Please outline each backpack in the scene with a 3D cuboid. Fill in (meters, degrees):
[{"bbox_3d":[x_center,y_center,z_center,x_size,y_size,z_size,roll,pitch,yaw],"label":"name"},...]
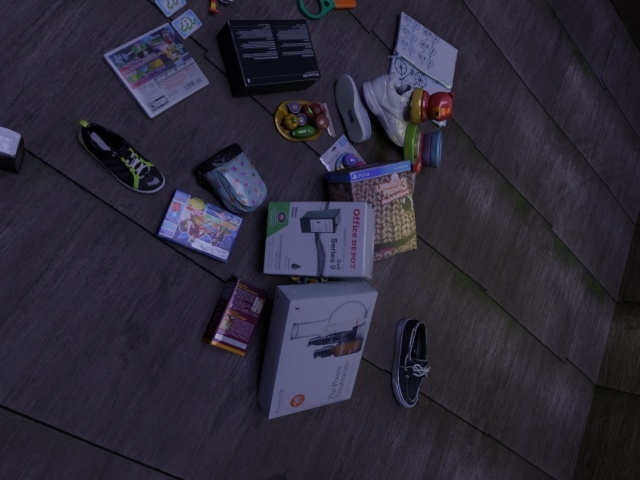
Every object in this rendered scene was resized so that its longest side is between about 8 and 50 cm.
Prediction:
[{"bbox_3d":[-0.235,-0.160,1.229,0.152,0.115,0.182,-41,111,-30],"label":"backpack"}]

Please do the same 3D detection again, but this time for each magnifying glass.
[{"bbox_3d":[0.023,-0.785,1.485,0.231,0.026,0.092,-20,97,-30],"label":"magnifying glass"}]

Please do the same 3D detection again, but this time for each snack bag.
[{"bbox_3d":[0.391,-0.643,1.699,0.323,0.037,0.342,19,77,-30],"label":"snack bag"}]

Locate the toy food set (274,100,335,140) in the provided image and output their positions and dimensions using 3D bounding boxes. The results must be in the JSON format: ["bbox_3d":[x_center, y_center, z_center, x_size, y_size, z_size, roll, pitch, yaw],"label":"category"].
[{"bbox_3d":[-0.034,-0.382,1.394,0.218,0.071,0.128,-13,94,-32],"label":"toy food set"}]

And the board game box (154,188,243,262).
[{"bbox_3d":[-0.325,-0.036,1.212,0.201,0.035,0.136,26,74,-28],"label":"board game box"}]

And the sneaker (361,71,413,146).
[{"bbox_3d":[0.266,-0.434,1.514,0.305,0.152,0.114,41,36,-41],"label":"sneaker"}]

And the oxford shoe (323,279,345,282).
[{"bbox_3d":[0.018,0.198,1.407,0.212,0.076,0.076,-54,144,-26],"label":"oxford shoe"}]

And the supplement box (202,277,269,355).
[{"bbox_3d":[-0.233,0.207,1.228,0.104,0.081,0.188,29,73,-27],"label":"supplement box"}]

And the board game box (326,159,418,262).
[{"bbox_3d":[0.168,-0.094,1.424,0.232,0.141,0.291,-16,106,-26],"label":"board game box"}]

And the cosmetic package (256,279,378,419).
[{"bbox_3d":[-0.012,0.302,1.270,0.284,0.097,0.377,-1,113,-30],"label":"cosmetic package"}]

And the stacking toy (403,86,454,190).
[{"bbox_3d":[0.371,-0.325,1.506,0.309,0.130,0.279,71,30,-50],"label":"stacking toy"}]

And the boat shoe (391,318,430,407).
[{"bbox_3d":[0.327,0.429,1.553,0.113,0.105,0.306,12,81,-31],"label":"boat shoe"}]

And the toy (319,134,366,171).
[{"bbox_3d":[0.121,-0.226,1.492,0.137,0.056,0.237,-48,111,-26],"label":"toy"}]

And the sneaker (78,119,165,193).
[{"bbox_3d":[-0.483,-0.198,1.084,0.235,0.097,0.084,37,69,-25],"label":"sneaker"}]

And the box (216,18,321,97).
[{"bbox_3d":[-0.147,-0.537,1.315,0.261,0.103,0.184,-18,94,-32],"label":"box"}]

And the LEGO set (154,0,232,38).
[{"bbox_3d":[-0.348,-0.702,1.226,0.182,0.060,0.244,50,63,-24],"label":"LEGO set"}]

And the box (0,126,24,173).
[{"bbox_3d":[-0.726,-0.206,0.882,0.231,0.183,0.056,15,79,-30],"label":"box"}]

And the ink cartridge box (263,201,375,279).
[{"bbox_3d":[0.000,0.000,1.261,0.121,0.289,0.211,29,63,-71],"label":"ink cartridge box"}]

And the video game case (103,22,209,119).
[{"bbox_3d":[-0.427,-0.448,1.180,0.201,0.023,0.183,-43,109,-26],"label":"video game case"}]

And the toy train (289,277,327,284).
[{"bbox_3d":[-0.041,0.085,1.371,0.125,0.046,0.166,-45,105,-24],"label":"toy train"}]

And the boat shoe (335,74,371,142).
[{"bbox_3d":[0.114,-0.439,1.498,0.081,0.079,0.227,-22,98,-51],"label":"boat shoe"}]
